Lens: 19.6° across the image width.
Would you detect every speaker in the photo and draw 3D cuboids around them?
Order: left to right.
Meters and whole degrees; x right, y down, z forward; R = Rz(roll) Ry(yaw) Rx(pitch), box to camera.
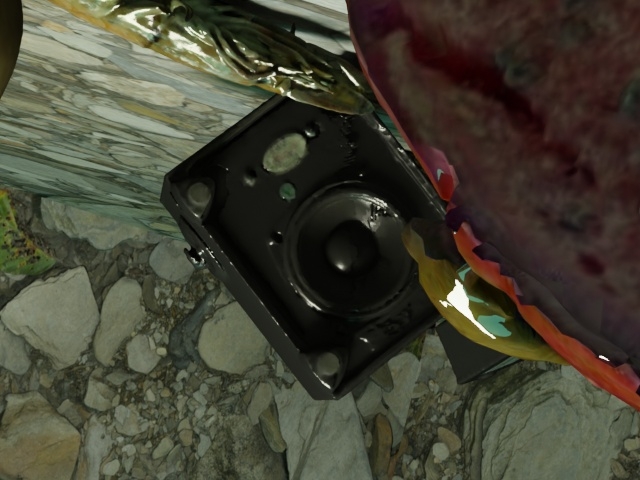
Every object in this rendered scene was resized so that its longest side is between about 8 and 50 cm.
[{"bbox_3d":[0.000,0.000,1.536,0.232,0.184,0.254,52,173,-1],"label":"speaker"}]

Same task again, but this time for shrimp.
[{"bbox_3d":[-0.079,-0.158,1.304,0.296,0.058,0.169,19,171,-15],"label":"shrimp"}]

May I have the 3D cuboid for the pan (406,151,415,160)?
[{"bbox_3d":[0.039,-0.084,1.861,0.136,0.028,0.235,8,175,42],"label":"pan"}]

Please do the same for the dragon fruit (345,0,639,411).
[{"bbox_3d":[0.173,-0.047,0.438,0.296,0.314,0.263,7,172,29],"label":"dragon fruit"}]

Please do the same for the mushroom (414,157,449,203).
[{"bbox_3d":[0.215,-0.044,1.556,0.278,0.096,0.099,14,-152,-6],"label":"mushroom"}]

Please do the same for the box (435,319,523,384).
[{"bbox_3d":[0.235,0.017,1.377,0.211,0.058,0.350,-18,169,-21],"label":"box"}]

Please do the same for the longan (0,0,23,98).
[{"bbox_3d":[-0.317,-0.125,1.044,0.297,0.297,0.297,13,175,1],"label":"longan"}]
